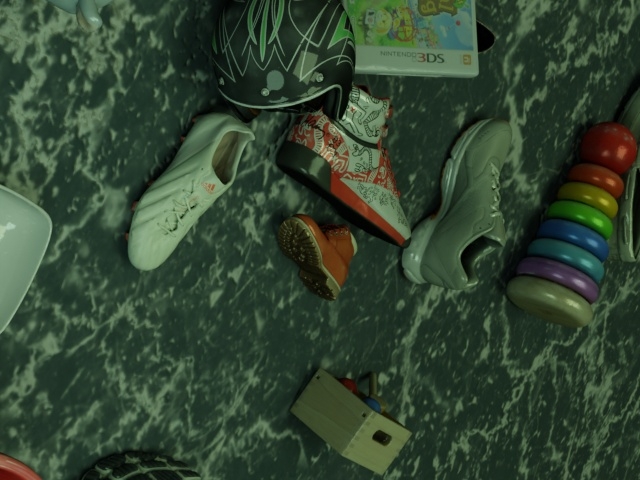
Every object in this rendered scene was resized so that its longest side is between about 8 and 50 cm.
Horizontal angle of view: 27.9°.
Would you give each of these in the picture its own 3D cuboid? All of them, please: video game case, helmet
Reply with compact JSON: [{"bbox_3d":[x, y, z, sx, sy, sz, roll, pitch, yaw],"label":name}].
[{"bbox_3d":[0.102,-0.301,1.522,0.193,0.023,0.212,-2,89,-31],"label":"video game case"},{"bbox_3d":[-0.040,-0.203,1.379,0.169,0.169,0.161,-60,159,-12],"label":"helmet"}]

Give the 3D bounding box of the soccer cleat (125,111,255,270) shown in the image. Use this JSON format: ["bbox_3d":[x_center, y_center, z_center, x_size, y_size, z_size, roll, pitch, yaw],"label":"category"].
[{"bbox_3d":[-0.143,-0.053,1.392,0.068,0.076,0.196,41,74,-49],"label":"soccer cleat"}]

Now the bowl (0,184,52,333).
[{"bbox_3d":[-0.335,0.010,1.213,0.142,0.053,0.142,33,81,-50],"label":"bowl"}]

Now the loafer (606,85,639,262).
[{"bbox_3d":[0.533,-0.116,2.132,0.112,0.111,0.319,15,94,-51],"label":"loafer"}]

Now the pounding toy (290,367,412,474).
[{"bbox_3d":[0.051,0.229,1.715,0.100,0.130,0.141,-54,140,0],"label":"pounding toy"}]

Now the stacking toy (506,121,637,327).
[{"bbox_3d":[0.414,-0.036,2.020,0.141,0.141,0.330,38,72,-50],"label":"stacking toy"}]

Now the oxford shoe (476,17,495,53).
[{"bbox_3d":[0.114,-0.266,1.584,0.271,0.098,0.097,-10,114,-47],"label":"oxford shoe"}]

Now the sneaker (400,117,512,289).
[{"bbox_3d":[0.223,-0.044,1.791,0.099,0.121,0.262,35,79,-51],"label":"sneaker"}]

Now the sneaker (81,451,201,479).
[{"bbox_3d":[-0.250,0.324,1.436,0.275,0.107,0.110,-22,141,-37],"label":"sneaker"}]

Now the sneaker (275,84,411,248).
[{"bbox_3d":[0.064,-0.098,1.605,0.270,0.090,0.145,36,80,-48],"label":"sneaker"}]

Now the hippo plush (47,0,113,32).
[{"bbox_3d":[-0.205,-0.334,1.143,0.294,0.234,0.236,19,122,-37],"label":"hippo plush"}]

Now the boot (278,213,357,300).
[{"bbox_3d":[0.000,0.000,1.605,0.085,0.059,0.158,-57,148,-20],"label":"boot"}]

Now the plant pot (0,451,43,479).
[{"bbox_3d":[-0.396,0.265,1.099,0.275,0.243,0.275,-24,123,-43],"label":"plant pot"}]
